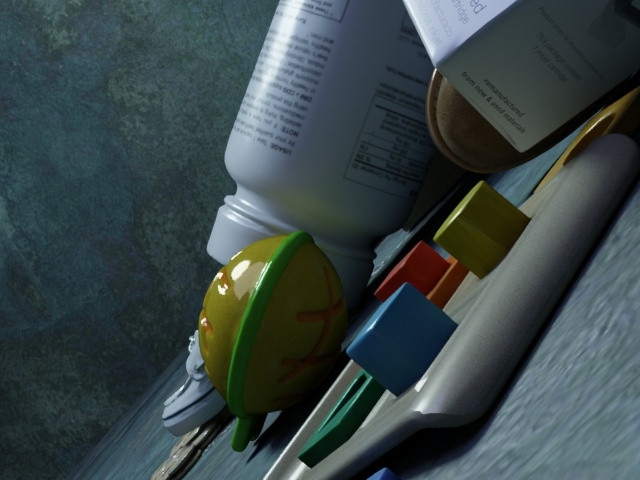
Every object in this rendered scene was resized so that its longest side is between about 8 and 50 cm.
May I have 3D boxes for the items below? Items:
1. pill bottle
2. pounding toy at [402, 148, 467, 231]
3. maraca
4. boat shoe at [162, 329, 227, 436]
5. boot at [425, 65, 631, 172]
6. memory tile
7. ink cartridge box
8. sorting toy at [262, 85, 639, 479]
[{"bbox_3d":[0.018,-0.100,0.963,0.160,0.160,0.283,-84,15,-84],"label":"pill bottle"},{"bbox_3d":[0.098,-0.107,1.087,0.141,0.100,0.130,-47,4,22],"label":"pounding toy"},{"bbox_3d":[-0.034,0.072,0.835,0.127,0.099,0.186,-55,-17,-38],"label":"maraca"},{"bbox_3d":[-0.085,0.098,1.132,0.226,0.076,0.083,-41,5,24],"label":"boat shoe"},{"bbox_3d":[0.176,-0.150,0.659,0.305,0.112,0.115,-45,15,13],"label":"boot"},{"bbox_3d":[-0.136,0.211,1.177,0.113,0.012,0.148,-51,5,-41],"label":"memory tile"},{"bbox_3d":[0.140,-0.175,0.583,0.218,0.092,0.159,-36,47,19],"label":"ink cartridge box"},{"bbox_3d":[0.048,0.035,0.567,0.348,0.047,0.196,-50,4,-33],"label":"sorting toy"}]
